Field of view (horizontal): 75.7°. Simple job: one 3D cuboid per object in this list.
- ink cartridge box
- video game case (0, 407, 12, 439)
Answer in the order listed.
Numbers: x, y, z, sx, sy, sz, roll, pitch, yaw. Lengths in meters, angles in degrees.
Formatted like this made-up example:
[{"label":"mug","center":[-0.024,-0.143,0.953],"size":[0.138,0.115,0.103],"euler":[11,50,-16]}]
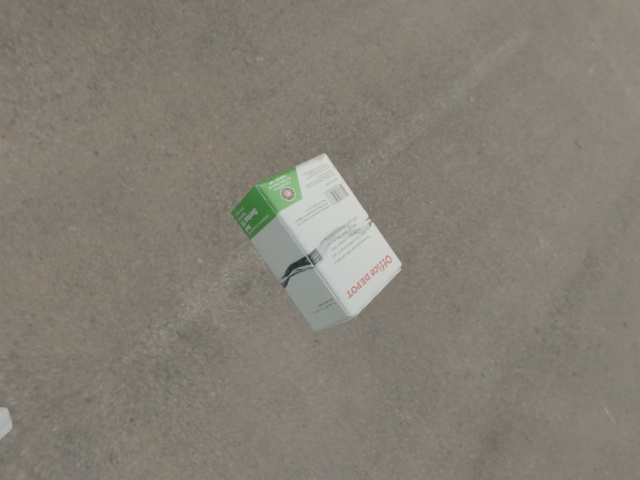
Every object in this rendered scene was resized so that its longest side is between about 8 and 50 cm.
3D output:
[{"label":"ink cartridge box","center":[0.000,0.000,0.588],"size":[0.153,0.087,0.208],"euler":[-34,89,-44]},{"label":"video game case","center":[-0.385,0.195,0.239],"size":[0.204,0.285,0.025],"euler":[-1,104,4]}]
